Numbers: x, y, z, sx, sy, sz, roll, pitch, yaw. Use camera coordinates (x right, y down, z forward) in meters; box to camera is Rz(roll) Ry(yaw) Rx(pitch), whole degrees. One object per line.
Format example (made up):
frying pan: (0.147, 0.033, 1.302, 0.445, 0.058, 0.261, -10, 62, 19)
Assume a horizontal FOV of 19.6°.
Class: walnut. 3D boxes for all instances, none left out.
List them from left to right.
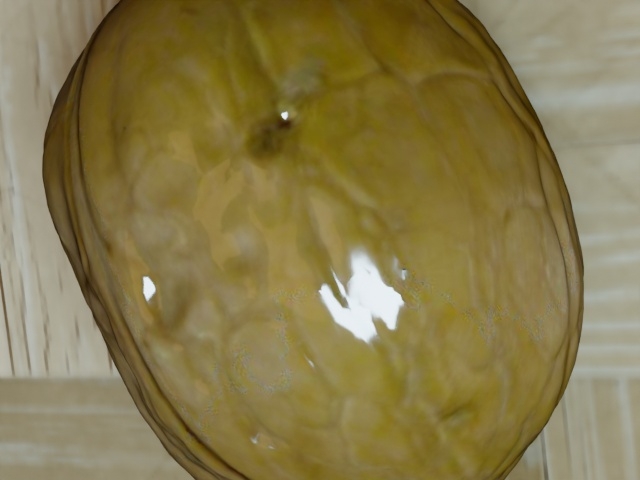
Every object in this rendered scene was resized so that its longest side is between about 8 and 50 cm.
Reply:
walnut: (0.000, 0.000, 0.612, 0.167, 0.167, 0.207, -28, 85, 33)
